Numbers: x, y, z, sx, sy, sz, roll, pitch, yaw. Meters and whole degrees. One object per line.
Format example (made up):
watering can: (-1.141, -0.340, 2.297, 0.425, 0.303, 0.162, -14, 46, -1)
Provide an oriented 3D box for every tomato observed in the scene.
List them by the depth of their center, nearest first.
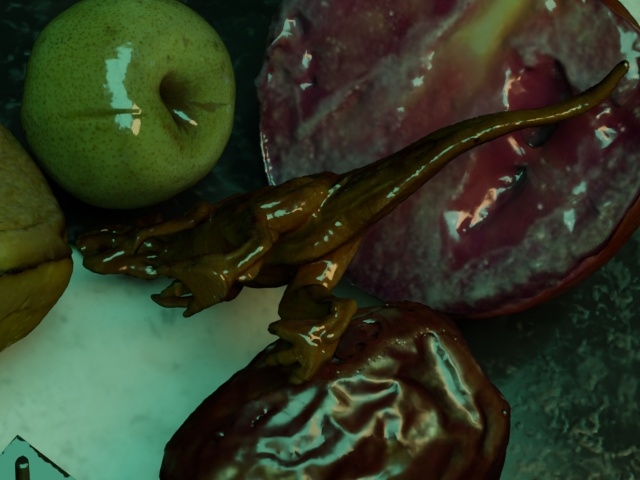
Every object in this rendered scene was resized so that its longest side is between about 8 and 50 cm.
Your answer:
tomato: (0.108, -0.102, 1.457, 0.289, 0.176, 0.335, -46, 74, 13)

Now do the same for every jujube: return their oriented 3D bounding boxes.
jujube: (0.013, 0.147, 1.347, 0.243, 0.183, 0.183, -29, 75, -11)

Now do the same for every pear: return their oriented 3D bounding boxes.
pear: (-0.142, -0.102, 1.419, 0.137, 0.167, 0.167, 8, 61, 36)

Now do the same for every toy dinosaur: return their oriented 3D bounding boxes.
toy dinosaur: (0.000, 0.000, 1.320, 0.432, 0.097, 0.208, -12, 27, 24)

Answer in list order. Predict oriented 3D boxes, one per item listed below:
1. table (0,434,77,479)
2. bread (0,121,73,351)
table: (-0.231, 0.252, 1.292, 0.122, 0.111, 0.240, 36, 67, 5)
bread: (-0.367, -0.035, 1.317, 0.328, 0.148, 0.337, 48, 32, 16)
